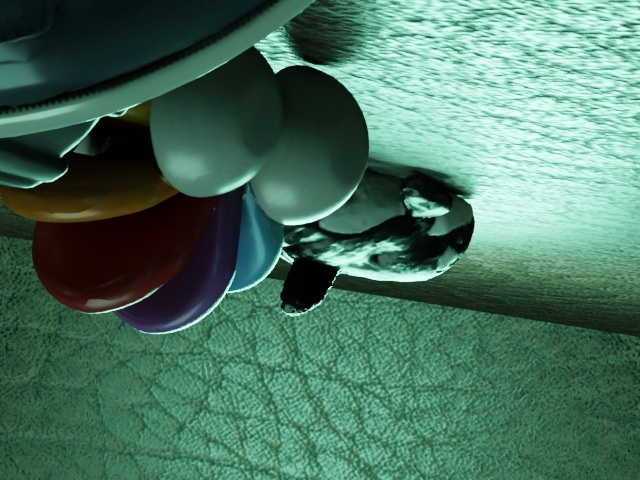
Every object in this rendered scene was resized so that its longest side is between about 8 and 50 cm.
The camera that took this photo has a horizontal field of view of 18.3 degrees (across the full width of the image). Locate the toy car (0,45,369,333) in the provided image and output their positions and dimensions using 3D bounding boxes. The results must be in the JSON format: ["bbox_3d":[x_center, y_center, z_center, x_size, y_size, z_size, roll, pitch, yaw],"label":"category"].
[{"bbox_3d":[-0.077,-0.025,0.931,0.159,0.136,0.182,6,174,32],"label":"toy car"}]

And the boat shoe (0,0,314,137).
[{"bbox_3d":[-0.104,-0.076,0.445,0.254,0.095,0.079,-12,150,5],"label":"boat shoe"}]

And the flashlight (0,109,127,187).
[{"bbox_3d":[-0.178,-0.092,0.563,0.103,0.103,0.304,28,-173,35],"label":"flashlight"}]

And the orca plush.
[{"bbox_3d":[0.000,0.000,1.306,0.151,0.102,0.287,7,175,28],"label":"orca plush"}]
